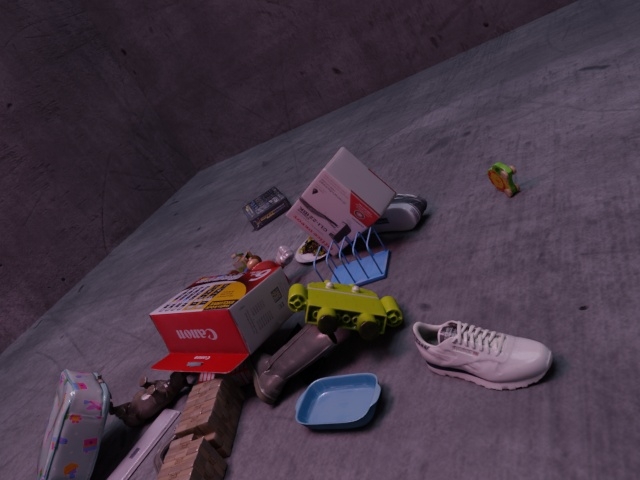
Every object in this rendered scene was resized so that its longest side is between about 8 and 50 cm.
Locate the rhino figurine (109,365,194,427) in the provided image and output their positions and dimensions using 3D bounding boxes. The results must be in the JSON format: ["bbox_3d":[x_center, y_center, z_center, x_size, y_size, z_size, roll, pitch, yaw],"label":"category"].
[{"bbox_3d":[-0.419,0.392,1.285,0.243,0.106,0.073,-34,50,-5],"label":"rhino figurine"}]

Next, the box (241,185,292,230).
[{"bbox_3d":[-0.237,-0.143,2.175,0.183,0.059,0.233,-34,24,-6],"label":"box"}]

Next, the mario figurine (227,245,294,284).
[{"bbox_3d":[-0.198,0.092,1.505,0.320,0.170,0.198,5,77,66],"label":"mario figurine"}]

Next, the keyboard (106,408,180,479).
[{"bbox_3d":[-0.435,0.507,1.187,0.072,0.014,0.256,-16,27,45],"label":"keyboard"}]

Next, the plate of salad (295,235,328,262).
[{"bbox_3d":[0.000,0.000,1.606,0.200,0.048,0.200,-27,24,13],"label":"plate of salad"}]

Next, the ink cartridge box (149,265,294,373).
[{"bbox_3d":[-0.260,0.193,1.234,0.310,0.130,0.272,-10,19,37],"label":"ink cartridge box"}]

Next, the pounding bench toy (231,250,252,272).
[{"bbox_3d":[-0.276,0.065,1.775,0.052,0.083,0.065,-21,26,25],"label":"pounding bench toy"}]

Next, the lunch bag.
[{"bbox_3d":[-0.600,0.457,1.216,0.224,0.108,0.279,5,79,60],"label":"lunch bag"}]

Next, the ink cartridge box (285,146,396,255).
[{"bbox_3d":[0.049,-0.100,1.409,0.114,0.197,0.273,-52,5,-35],"label":"ink cartridge box"}]

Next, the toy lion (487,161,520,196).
[{"bbox_3d":[0.465,-0.163,1.290,0.034,0.100,0.096,-36,42,-3],"label":"toy lion"}]

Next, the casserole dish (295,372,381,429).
[{"bbox_3d":[0.037,0.311,0.953,0.188,0.037,0.114,-17,27,33],"label":"casserole dish"}]

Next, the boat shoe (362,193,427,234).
[{"bbox_3d":[0.177,-0.091,1.492,0.301,0.108,0.102,-2,35,46],"label":"boat shoe"}]

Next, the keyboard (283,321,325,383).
[{"bbox_3d":[-0.025,0.255,1.166,0.100,0.038,0.192,-56,26,3],"label":"keyboard"}]

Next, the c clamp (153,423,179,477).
[{"bbox_3d":[-0.317,0.457,1.112,0.137,0.022,0.161,-42,22,-12],"label":"c clamp"}]

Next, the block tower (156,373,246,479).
[{"bbox_3d":[-0.244,0.422,1.013,0.097,0.091,0.335,-24,24,18],"label":"block tower"}]

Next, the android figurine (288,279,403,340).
[{"bbox_3d":[0.051,0.142,1.103,0.248,0.056,0.273,9,12,-2],"label":"android figurine"}]

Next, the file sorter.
[{"bbox_3d":[0.082,0.051,1.330,0.170,0.104,0.118,-21,25,25],"label":"file sorter"}]

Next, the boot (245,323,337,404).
[{"bbox_3d":[-0.068,0.240,1.118,0.208,0.076,0.189,-52,35,9],"label":"boot"}]

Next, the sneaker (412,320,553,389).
[{"bbox_3d":[0.265,0.184,0.847,0.235,0.094,0.090,-8,31,42],"label":"sneaker"}]

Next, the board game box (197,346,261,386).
[{"bbox_3d":[-0.225,0.293,1.265,0.147,0.045,0.193,-20,29,5],"label":"board game box"}]

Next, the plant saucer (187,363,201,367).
[{"bbox_3d":[-0.326,0.297,1.410,0.195,0.037,0.195,-17,31,11],"label":"plant saucer"}]
